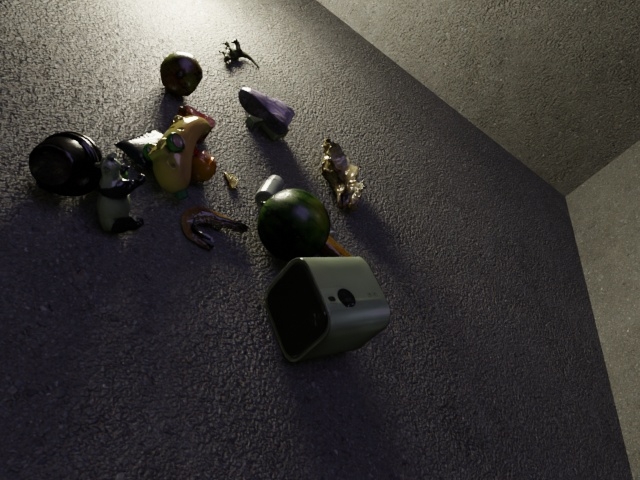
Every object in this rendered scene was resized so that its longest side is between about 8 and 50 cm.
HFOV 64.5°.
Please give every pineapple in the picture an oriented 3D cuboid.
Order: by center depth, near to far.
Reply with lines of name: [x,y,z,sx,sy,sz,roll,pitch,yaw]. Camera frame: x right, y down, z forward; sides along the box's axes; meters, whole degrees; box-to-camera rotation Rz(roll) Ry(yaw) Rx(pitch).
pineapple: [-0.310,-0.209,1.789,0.045,0.019,0.083,-2,52,-38]

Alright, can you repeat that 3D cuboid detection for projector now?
projector: [0.018,0.196,1.502,0.249,0.248,0.248,0,54,-41]

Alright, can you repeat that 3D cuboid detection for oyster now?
oyster: [0.097,-0.267,2.107,0.198,0.133,0.337,5,53,-40]

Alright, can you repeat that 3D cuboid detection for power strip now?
power strip: [-0.248,-0.501,2.098,0.215,0.061,0.145,49,45,9]

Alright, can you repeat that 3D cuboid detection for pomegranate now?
pomegranate: [-0.528,-0.631,1.912,0.159,0.159,0.205,17,20,-29]

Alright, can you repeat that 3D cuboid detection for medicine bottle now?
medicine bottle: [-0.180,-0.176,1.821,0.080,0.080,0.130,35,38,-10]

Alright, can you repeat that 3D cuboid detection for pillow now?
pillow: [-0.546,-0.300,1.647,0.141,0.055,0.208,37,36,4]

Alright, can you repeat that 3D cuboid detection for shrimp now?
shrimp: [-0.326,-0.035,1.587,0.219,0.046,0.152,13,46,-27]

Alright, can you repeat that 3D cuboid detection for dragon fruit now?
dragon fruit: [-0.444,-0.399,1.796,0.147,0.102,0.096,14,48,-38]

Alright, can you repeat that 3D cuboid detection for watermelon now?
watermelon: [-0.088,-0.050,1.658,0.242,0.242,0.242,23,42,-23]

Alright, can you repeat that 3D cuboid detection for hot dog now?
hot dog: [0.003,-0.003,1.830,0.286,0.061,0.088,46,35,6]

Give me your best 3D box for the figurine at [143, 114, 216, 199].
figurine: [-0.424,-0.275,1.632,0.222,0.124,0.324,53,35,-31]

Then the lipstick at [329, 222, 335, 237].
lipstick: [0.014,-0.074,1.925,0.040,0.040,0.141,1,54,-41]

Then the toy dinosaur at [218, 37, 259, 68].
toy dinosaur: [-0.385,-0.816,2.304,0.187,0.087,0.179,-61,138,-36]

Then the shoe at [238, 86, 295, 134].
shoe: [-0.213,-0.546,2.052,0.245,0.095,0.137,39,45,-5]

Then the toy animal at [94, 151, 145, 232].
toy animal: [-0.547,-0.127,1.364,0.094,0.225,0.121,26,32,22]

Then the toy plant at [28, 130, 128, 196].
toy plant: [-0.657,-0.204,1.378,0.218,0.175,0.235,33,13,-2]
